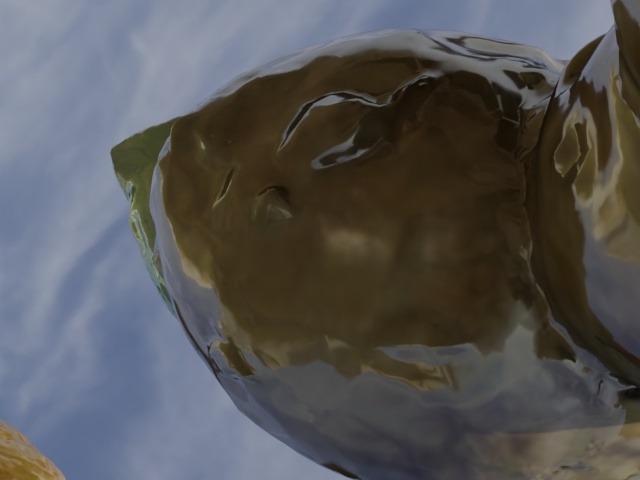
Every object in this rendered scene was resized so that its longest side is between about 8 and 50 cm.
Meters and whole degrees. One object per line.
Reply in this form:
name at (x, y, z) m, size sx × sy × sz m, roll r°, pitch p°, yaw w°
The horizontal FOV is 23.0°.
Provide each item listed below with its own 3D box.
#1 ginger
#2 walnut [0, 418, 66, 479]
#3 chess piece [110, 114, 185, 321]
ginger at (0.103, -0.013, 0.437) m, size 0.304 × 0.244 × 0.155 m, roll -31°, pitch -139°, yaw 51°
walnut at (-0.191, 0.144, 0.856) m, size 0.105 × 0.124 × 0.105 m, roll -43°, pitch -147°, yaw 36°
chess piece at (0.000, 0.000, 0.899) m, size 0.175 × 0.298 × 0.176 m, roll 6°, pitch -78°, yaw 27°
